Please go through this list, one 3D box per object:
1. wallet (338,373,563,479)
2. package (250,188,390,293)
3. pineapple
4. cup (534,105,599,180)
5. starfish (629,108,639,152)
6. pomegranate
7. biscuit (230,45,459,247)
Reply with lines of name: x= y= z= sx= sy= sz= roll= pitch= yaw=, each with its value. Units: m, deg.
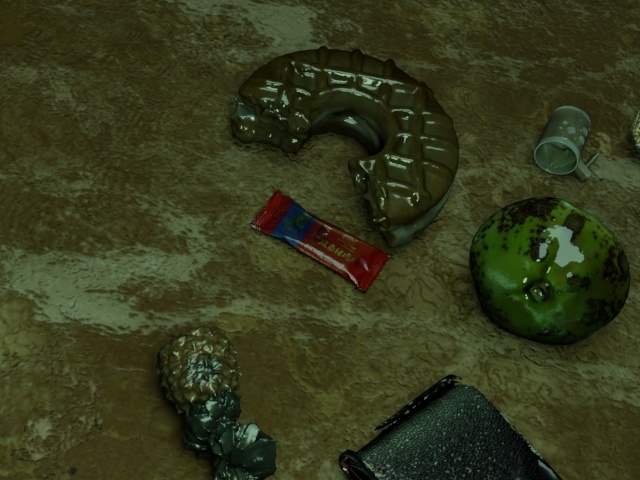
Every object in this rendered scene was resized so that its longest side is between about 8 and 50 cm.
wallet: x=0.187 y=0.317 z=1.736 sx=0.221 sy=0.071 sz=0.262 roll=-30 pitch=64 yaw=-37
package: x=0.000 y=0.000 z=1.972 sx=0.200 sy=0.022 sz=0.083 roll=31 pitch=53 yaw=7
pineapple: x=-0.132 y=0.226 z=1.708 sx=0.111 sy=0.119 sz=0.237 roll=-20 pitch=61 yaw=-11
cup: x=0.409 y=-0.160 z=2.161 sx=0.102 sy=0.074 sz=0.099 roll=25 pitch=52 yaw=5
starfish: x=0.654 y=-0.123 z=2.178 sx=0.303 sy=0.113 sz=0.312 roll=-1 pitch=51 yaw=-14
pomegranate: x=0.348 y=0.022 z=1.924 sx=0.222 sy=0.204 sz=0.276 roll=49 pitch=58 yaw=-1
biscuit: x=0.058 y=-0.169 z=2.056 sx=0.366 sy=0.115 sz=0.268 roll=41 pitch=55 yaw=15
